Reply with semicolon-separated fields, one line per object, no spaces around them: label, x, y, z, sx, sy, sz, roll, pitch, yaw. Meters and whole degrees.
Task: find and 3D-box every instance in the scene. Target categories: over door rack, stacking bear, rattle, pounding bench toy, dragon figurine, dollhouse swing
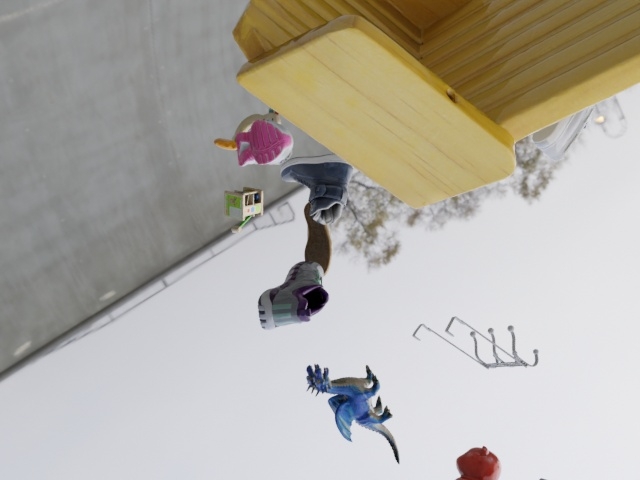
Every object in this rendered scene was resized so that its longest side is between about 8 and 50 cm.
over door rack;0.494;0.312;1.971;0.108;0.324;0.239;-70;-168;-19
stacking bear;0.394;0.688;1.630;0.164;0.175;0.289;6;-116;34
rattle;-0.176;-0.315;1.635;0.199;0.142;0.130;-42;-134;17
pounding bench toy;-0.150;-0.060;1.238;0.052;0.083;0.065;14;-160;35
dragon figurine;0.067;0.360;1.305;0.143;0.289;0.085;-24;-159;-7
dollhouse swing;0.142;-0.267;0.627;0.305;0.315;0.347;-40;-155;40

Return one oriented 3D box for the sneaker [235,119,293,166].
sneaker;-0.113;-0.229;1.461;0.111;0.103;0.252;-8;-171;-25

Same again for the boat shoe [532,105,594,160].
boat shoe;0.427;-0.211;1.042;0.184;0.063;0.066;-55;-156;-21

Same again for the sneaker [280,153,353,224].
sneaker;-0.023;-0.120;1.526;0.226;0.164;0.086;-2;164;42

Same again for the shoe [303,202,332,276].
shoe;0.000;0.000;1.596;0.076;0.219;0.058;-15;151;21

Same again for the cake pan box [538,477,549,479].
cake pan box;0.611;0.673;1.362;0.246;0.266;0.070;-71;179;-57

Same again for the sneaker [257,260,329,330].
sneaker;-0.017;0.093;1.043;0.098;0.083;0.223;-4;-164;22
